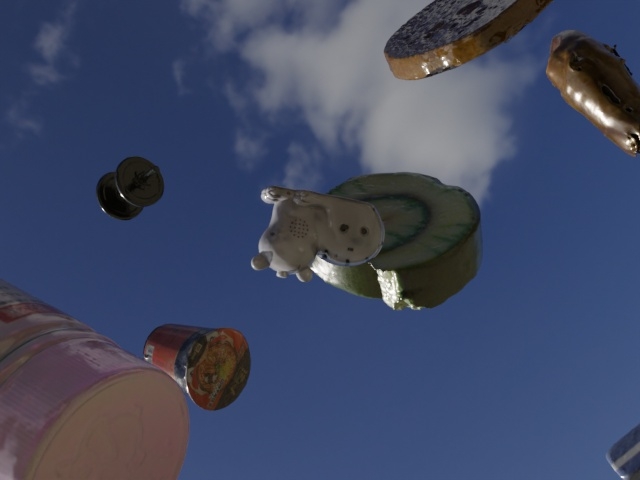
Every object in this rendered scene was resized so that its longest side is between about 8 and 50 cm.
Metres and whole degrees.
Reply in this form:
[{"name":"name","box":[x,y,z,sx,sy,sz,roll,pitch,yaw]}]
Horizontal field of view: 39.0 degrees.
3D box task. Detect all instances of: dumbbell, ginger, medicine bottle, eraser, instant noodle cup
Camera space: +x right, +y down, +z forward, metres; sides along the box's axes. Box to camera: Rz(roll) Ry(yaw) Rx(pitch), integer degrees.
[{"name":"dumbbell","box":[-0.246,-0.067,1.168,0.069,0.147,0.069,16,-117,-34]},{"name":"ginger","box":[0.442,-0.217,1.339,0.133,0.309,0.107,-36,-27,-21]},{"name":"medicine bottle","box":[-0.301,0.155,0.869,0.202,0.316,0.202,-32,-47,-43]},{"name":"eraser","box":[0.316,0.190,0.812,0.082,0.036,0.225,-44,-35,9]},{"name":"instant noodle cup","box":[-0.193,0.180,1.359,0.127,0.136,0.127,-10,-76,-45]}]

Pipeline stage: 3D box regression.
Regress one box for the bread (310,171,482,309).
[{"name":"bread","box":[0.148,0.002,1.855,0.367,0.381,0.129,-10,-54,-1]}]

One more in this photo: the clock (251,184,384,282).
[{"name":"clock","box":[0.000,0.000,1.208,0.176,0.080,0.117,10,-96,-15]}]

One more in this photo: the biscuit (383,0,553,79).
[{"name":"biscuit","box":[0.203,-0.291,1.156,0.257,0.273,0.049,-41,-68,-8]}]
